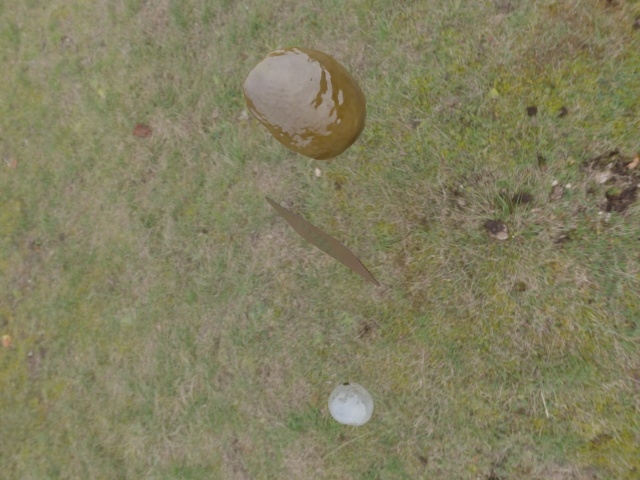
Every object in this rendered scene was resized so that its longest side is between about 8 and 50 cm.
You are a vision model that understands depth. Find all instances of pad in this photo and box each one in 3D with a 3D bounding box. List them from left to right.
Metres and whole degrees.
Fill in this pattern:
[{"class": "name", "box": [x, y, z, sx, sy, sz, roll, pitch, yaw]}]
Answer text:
[{"class": "pad", "box": [0.000, 0.000, 0.940, 0.004, 0.181, 0.267, -50, 48, -8]}]

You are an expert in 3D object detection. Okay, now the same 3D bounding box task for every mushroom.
[{"class": "mushroom", "box": [0.056, 0.311, 0.873, 0.085, 0.085, 0.079, 24, 141, 20]}]

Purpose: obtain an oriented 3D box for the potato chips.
[{"class": "potato chips", "box": [-0.014, -0.202, 0.709, 0.150, 0.202, 0.049, -40, 38, 17]}]
